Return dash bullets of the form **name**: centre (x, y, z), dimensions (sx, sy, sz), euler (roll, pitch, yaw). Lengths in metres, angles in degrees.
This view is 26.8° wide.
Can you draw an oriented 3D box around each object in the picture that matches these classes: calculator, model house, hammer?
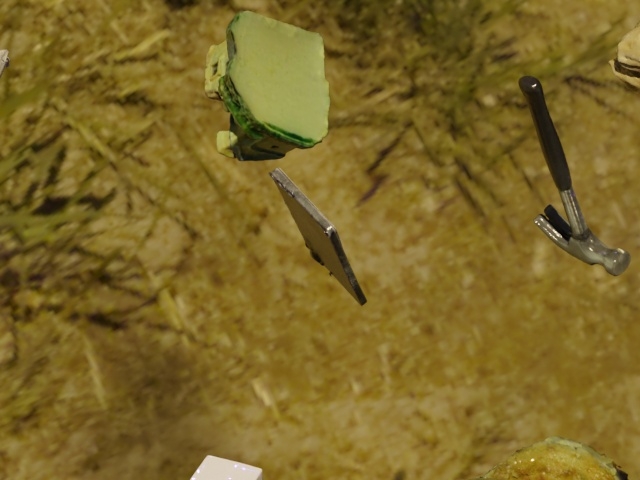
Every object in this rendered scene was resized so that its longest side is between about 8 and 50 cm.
- **calculator**: centre (0.000, 0.000, 2.122), dimensions (0.161, 0.021, 0.261), euler (47, -9, 30)
- **model house**: centre (-0.113, -0.229, 2.174), dimensions (0.195, 0.189, 0.214), euler (8, 69, -34)
- **hammer**: centre (0.228, -0.067, 1.301), dimensions (0.029, 0.103, 0.246), euler (-43, 132, -16)

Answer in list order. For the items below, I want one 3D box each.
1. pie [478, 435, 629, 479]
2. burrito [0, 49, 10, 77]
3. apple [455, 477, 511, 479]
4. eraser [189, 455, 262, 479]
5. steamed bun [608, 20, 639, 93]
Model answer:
- **pie**: centre (0.382, 0.475, 2.166), dimensions (0.355, 0.103, 0.288), euler (-27, 71, -8)
- **burrito**: centre (-0.437, -0.153, 1.631), dimensions (0.064, 0.064, 0.203), euler (34, 59, -30)
- **apple**: centre (0.171, 0.274, 1.199), dimensions (0.193, 0.265, 0.120), euler (12, 78, -40)
- **eraser**: centre (-0.155, 0.365, 1.524), dimensions (0.298, 0.076, 0.078), euler (-53, 150, -56)
- **steamed bun**: centre (0.405, -0.166, 1.409), dimensions (0.177, 0.192, 0.106), euler (48, 65, -8)
